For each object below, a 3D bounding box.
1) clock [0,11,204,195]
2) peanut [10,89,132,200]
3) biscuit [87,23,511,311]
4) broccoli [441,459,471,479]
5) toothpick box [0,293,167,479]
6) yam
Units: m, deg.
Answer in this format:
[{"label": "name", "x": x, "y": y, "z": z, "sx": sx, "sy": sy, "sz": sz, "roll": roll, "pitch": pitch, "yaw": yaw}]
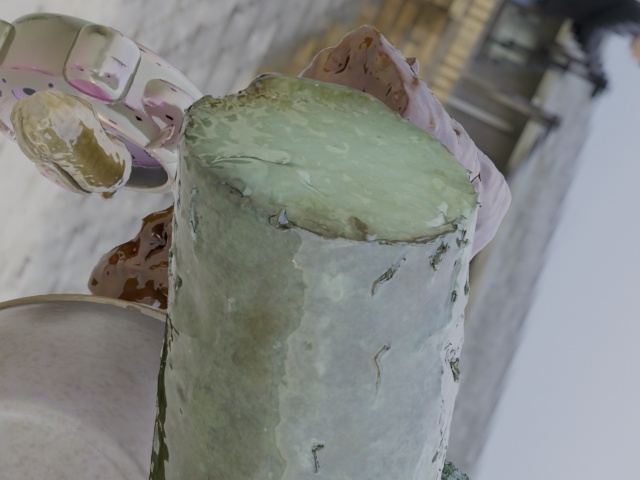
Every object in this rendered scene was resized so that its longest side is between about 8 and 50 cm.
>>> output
[{"label": "clock", "x": -0.256, "y": -0.149, "z": 2.244, "sx": 0.309, "sy": 0.284, "sz": 0.114, "roll": 45, "pitch": 61, "yaw": -52}, {"label": "peanut", "x": -0.236, "y": -0.094, "z": 1.875, "sx": 0.080, "sy": 0.080, "sz": 0.174, "roll": -64, "pitch": 148, "yaw": -13}, {"label": "biscuit", "x": 0.000, "y": 0.000, "z": 1.978, "sx": 0.395, "sy": 0.166, "sz": 0.342, "roll": -44, "pitch": 156, "yaw": 5}, {"label": "broccoli", "x": 0.083, "y": 0.361, "z": 2.079, "sx": 0.245, "sy": 0.265, "sz": 0.294, "roll": -39, "pitch": -168, "yaw": 28}, {"label": "toothpick box", "x": -0.215, "y": 0.242, "z": 1.684, "sx": 0.409, "sy": 0.409, "sz": 0.425, "roll": -64, "pitch": 175, "yaw": 4}, {"label": "yam", "x": -0.006, "y": 0.069, "z": 1.173, "sx": 0.195, "sy": 0.195, "sz": 0.300, "roll": -65, "pitch": 164, "yaw": -59}]
